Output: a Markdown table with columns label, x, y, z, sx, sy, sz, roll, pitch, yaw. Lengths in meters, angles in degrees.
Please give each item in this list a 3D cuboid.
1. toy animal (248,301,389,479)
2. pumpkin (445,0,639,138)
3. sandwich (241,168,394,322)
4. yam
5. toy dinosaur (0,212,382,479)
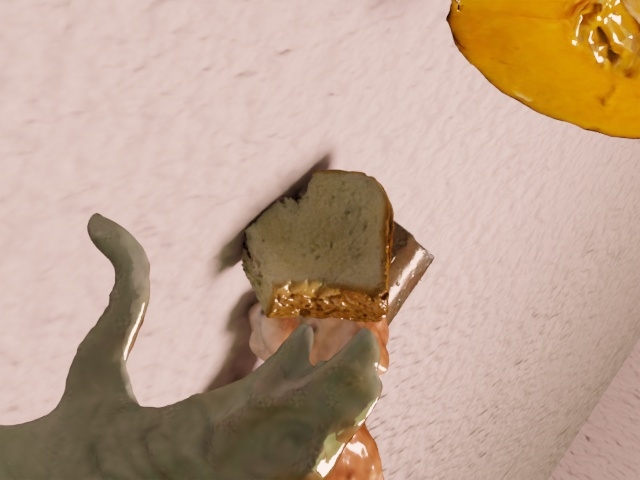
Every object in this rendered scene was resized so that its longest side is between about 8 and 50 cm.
| label | x | y | z | sx | sy | sz | roll | pitch | yaw |
| --- | --- | --- | --- | --- | --- | --- | --- | --- | --- |
| toy animal | 0.023 | 0.116 | 0.921 | 0.104 | 0.184 | 0.185 | -76 | -172 | -76 |
| pumpkin | 0.149 | -0.215 | 0.691 | 0.325 | 0.242 | 0.232 | 67 | 31 | -62 |
| sandwich | 0.000 | 0.000 | 0.833 | 0.036 | 0.093 | 0.105 | 94 | 4 | -53 |
| yam | 0.031 | 0.050 | 1.002 | 0.132 | 0.054 | 0.054 | -56 | 160 | 1 |
| toy dinosaur | -0.171 | 0.092 | 0.465 | 0.393 | 0.205 | 0.092 | -41 | 170 | 17 |
